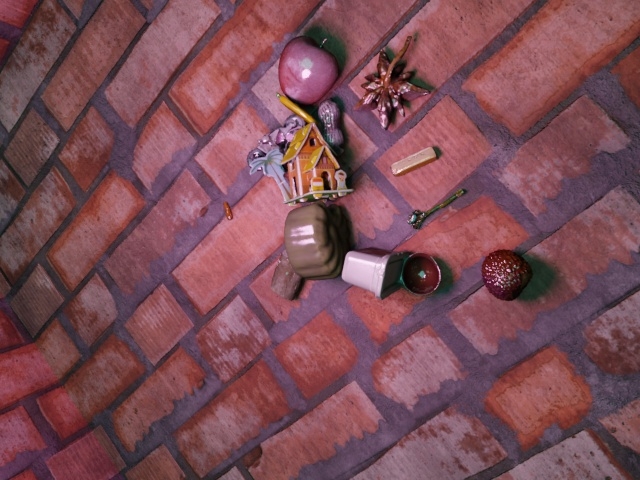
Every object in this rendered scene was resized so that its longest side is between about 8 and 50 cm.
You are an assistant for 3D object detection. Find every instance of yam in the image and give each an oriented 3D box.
[{"bbox_3d":[-0.139,0.146,1.843,0.154,0.154,0.254,30,107,14],"label":"yam"}]

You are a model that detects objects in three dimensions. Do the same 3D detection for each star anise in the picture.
[{"bbox_3d":[0.281,-0.634,1.637,0.350,0.109,0.292,-36,88,18],"label":"star anise"}]

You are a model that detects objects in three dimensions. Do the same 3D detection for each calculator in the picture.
[{"bbox_3d":[-0.102,-0.560,1.722,0.235,0.146,0.032,39,100,15],"label":"calculator"}]

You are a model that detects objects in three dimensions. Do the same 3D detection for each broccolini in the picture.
[{"bbox_3d":[0.474,-0.137,1.665,0.254,0.071,0.057,-34,42,13],"label":"broccolini"}]

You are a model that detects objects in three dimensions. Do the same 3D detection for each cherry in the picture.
[{"bbox_3d":[-0.062,-0.712,1.696,0.261,0.221,0.307,44,127,17],"label":"cherry"}]

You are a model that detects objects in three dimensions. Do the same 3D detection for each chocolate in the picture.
[{"bbox_3d":[0.044,-0.485,1.735,0.110,0.110,0.248,-6,90,20],"label":"chocolate"}]

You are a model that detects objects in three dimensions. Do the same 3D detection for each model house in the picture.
[{"bbox_3d":[-0.087,-0.315,1.627,0.300,0.340,0.323,-8,88,63],"label":"model house"}]

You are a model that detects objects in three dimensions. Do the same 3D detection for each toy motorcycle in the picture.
[{"bbox_3d":[-0.171,-0.409,1.808,0.327,0.143,0.188,-42,81,2],"label":"toy motorcycle"}]

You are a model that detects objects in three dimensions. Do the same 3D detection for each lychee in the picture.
[{"bbox_3d":[0.700,0.126,1.535,0.188,0.188,0.188,2,96,19],"label":"lychee"}]

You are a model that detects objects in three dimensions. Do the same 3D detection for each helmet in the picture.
[{"bbox_3d":[0.415,0.134,1.667,0.155,0.106,0.175,-16,88,15],"label":"helmet"}]

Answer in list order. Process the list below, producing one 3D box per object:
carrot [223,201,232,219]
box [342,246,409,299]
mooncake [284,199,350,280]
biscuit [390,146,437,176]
[{"bbox_3d":[-0.459,-0.145,1.991,0.032,0.032,0.093,-21,83,20],"label":"carrot"},{"bbox_3d":[0.224,0.114,1.635,0.183,0.312,0.175,15,100,26],"label":"box"},{"bbox_3d":[0.000,0.000,1.674,0.188,0.351,0.351,-7,93,22],"label":"mooncake"},{"bbox_3d":[0.383,-0.325,1.661,0.188,0.052,0.056,-22,72,20],"label":"biscuit"}]
